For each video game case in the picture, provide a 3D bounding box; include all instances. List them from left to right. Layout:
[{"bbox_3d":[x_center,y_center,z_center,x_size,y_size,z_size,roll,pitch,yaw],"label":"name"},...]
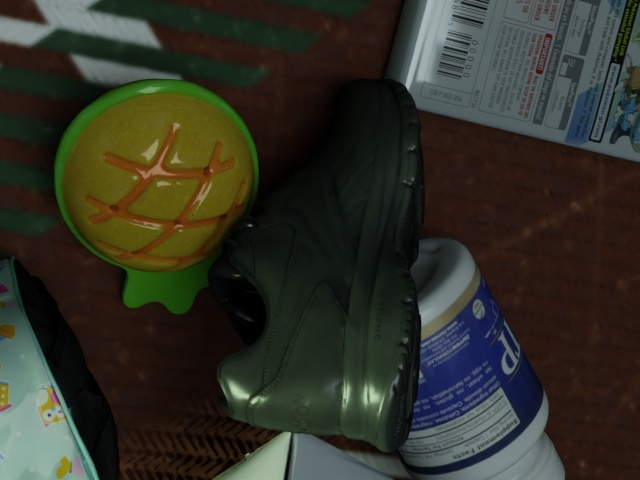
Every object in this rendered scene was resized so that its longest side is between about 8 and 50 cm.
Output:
[{"bbox_3d":[0.217,-0.223,1.266,0.300,0.036,0.329,11,97,-24],"label":"video game case"}]

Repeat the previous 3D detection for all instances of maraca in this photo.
[{"bbox_3d":[-0.096,-0.025,1.158,0.127,0.099,0.186,-20,133,0],"label":"maraca"}]

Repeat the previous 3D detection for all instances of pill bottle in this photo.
[{"bbox_3d":[0.089,0.102,1.250,0.112,0.112,0.187,-35,113,-11],"label":"pill bottle"}]

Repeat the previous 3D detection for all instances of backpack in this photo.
[{"bbox_3d":[-0.194,0.112,1.097,0.144,0.188,0.166,-23,111,-15],"label":"backpack"}]

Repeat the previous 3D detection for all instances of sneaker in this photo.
[{"bbox_3d":[0.000,0.000,1.129,0.130,0.286,0.109,1,133,5],"label":"sneaker"}]

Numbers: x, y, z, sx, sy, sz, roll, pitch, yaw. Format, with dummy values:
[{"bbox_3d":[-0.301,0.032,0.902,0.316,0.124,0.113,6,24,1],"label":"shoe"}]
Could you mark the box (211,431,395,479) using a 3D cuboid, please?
[{"bbox_3d":[-0.012,0.260,1.169,0.231,0.127,0.262,31,133,-26],"label":"box"}]
